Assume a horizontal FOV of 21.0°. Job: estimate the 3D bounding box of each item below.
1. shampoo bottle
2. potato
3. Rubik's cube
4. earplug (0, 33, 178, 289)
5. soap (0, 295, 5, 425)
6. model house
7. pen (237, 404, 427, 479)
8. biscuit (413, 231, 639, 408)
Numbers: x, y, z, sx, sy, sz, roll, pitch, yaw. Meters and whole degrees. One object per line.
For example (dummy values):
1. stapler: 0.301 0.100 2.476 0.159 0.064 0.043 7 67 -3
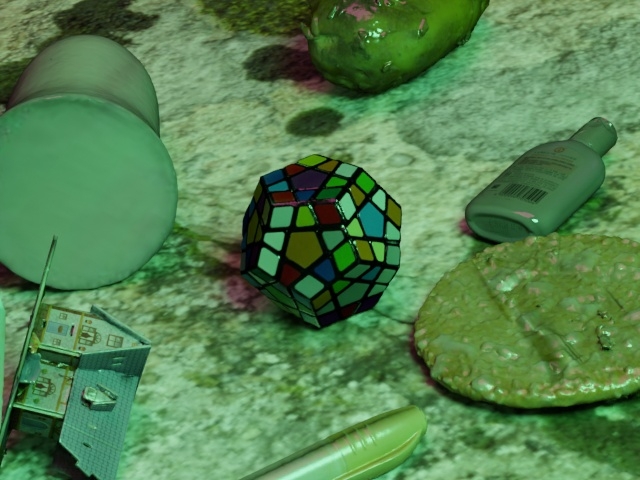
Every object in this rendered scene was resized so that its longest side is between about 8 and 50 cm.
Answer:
1. shampoo bottle: 0.191 -0.051 1.420 0.080 0.040 0.165 11 37 38
2. potato: 0.076 -0.226 1.661 0.149 0.113 0.251 14 39 31
3. Rubik's cube: 0.000 0.000 1.324 0.112 0.133 0.133 -19 21 39
4. earplug: -0.211 -0.101 1.512 0.172 0.172 0.301 -10 26 0
5. soap: -0.300 0.059 1.166 0.095 0.173 0.289 -16 8 -28
6. model house: -0.171 0.099 1.219 0.088 0.117 0.167 14 52 -7
7. pen: -0.028 0.168 1.145 0.233 0.032 0.040 -24 58 -19
8. biscuit: 0.174 0.057 1.262 0.220 0.033 0.220 -9 31 5
